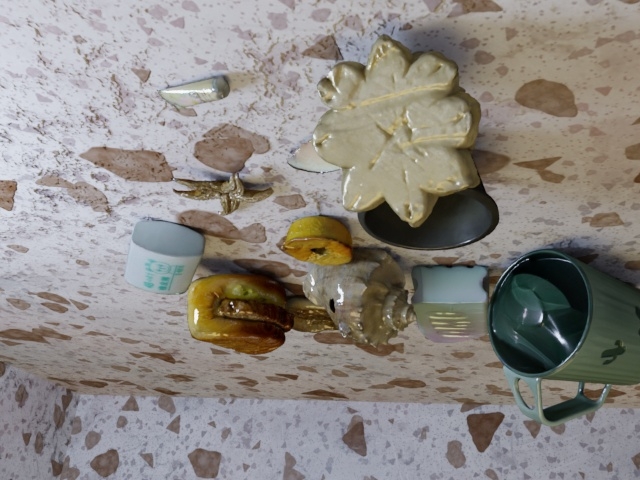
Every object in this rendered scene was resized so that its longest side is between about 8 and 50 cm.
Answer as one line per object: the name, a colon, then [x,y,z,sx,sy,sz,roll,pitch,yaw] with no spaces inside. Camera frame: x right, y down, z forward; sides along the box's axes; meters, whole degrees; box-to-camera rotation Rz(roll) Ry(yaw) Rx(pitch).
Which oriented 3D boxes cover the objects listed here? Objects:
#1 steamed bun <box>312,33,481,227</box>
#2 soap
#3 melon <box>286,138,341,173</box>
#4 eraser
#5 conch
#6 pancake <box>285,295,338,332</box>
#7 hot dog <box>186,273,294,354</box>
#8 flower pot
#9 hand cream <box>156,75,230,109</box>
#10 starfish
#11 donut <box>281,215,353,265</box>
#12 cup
steamed bun: [0.131,-0.170,1.132,0.295,0.137,0.292,27,112,10]
soap: [0.372,0.188,1.968,0.208,0.115,0.347,0,154,14]
melon: [0.012,-0.175,1.366,0.098,0.054,0.182,25,149,-22]
eraser: [-0.426,0.051,1.881,0.189,0.104,0.290,16,153,-12]
conch: [0.099,0.147,1.827,0.324,0.263,0.186,8,-162,11]
pancake: [-0.002,0.243,2.250,0.282,0.049,0.282,2,155,1]
hot dog: [-0.208,0.217,2.051,0.223,0.185,0.405,-15,159,19]
flower pot: [0.208,-0.105,1.339,0.269,0.166,0.269,5,152,3]
hand cream: [-0.227,-0.265,1.252,0.143,0.039,0.061,-6,155,33]
starfish: [-0.222,-0.107,1.567,0.227,0.043,0.240,11,158,-6]
donut: [-0.001,-0.001,1.709,0.174,0.074,0.190,-11,154,29]
cup: [0.635,0.246,1.768,0.392,0.310,0.401,16,118,-30]
